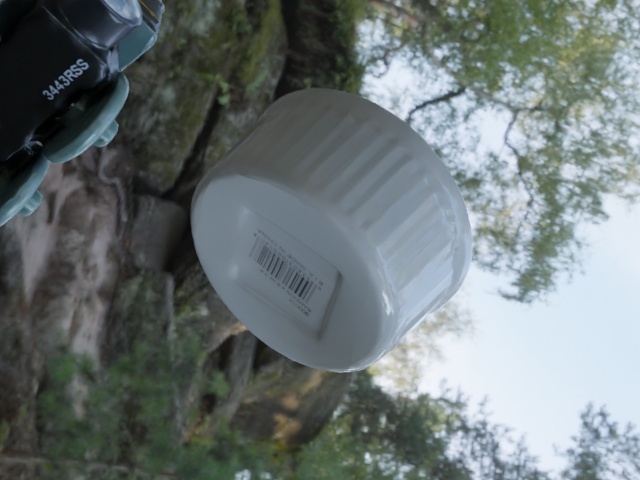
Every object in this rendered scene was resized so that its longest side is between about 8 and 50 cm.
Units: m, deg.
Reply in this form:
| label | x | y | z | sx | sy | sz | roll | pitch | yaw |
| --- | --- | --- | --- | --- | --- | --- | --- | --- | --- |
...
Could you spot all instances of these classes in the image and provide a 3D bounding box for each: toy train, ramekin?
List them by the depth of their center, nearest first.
| label | x | y | z | sx | sy | sz | roll | pitch | yaw |
| --- | --- | --- | --- | --- | --- | --- | --- | --- | --- |
| toy train | -0.252 | -0.103 | 0.633 | 0.334 | 0.142 | 0.190 | -34 | -147 | 24 |
| ramekin | 0.000 | 0.000 | 0.870 | 0.135 | 0.277 | 0.277 | -44 | -174 | -38 |
